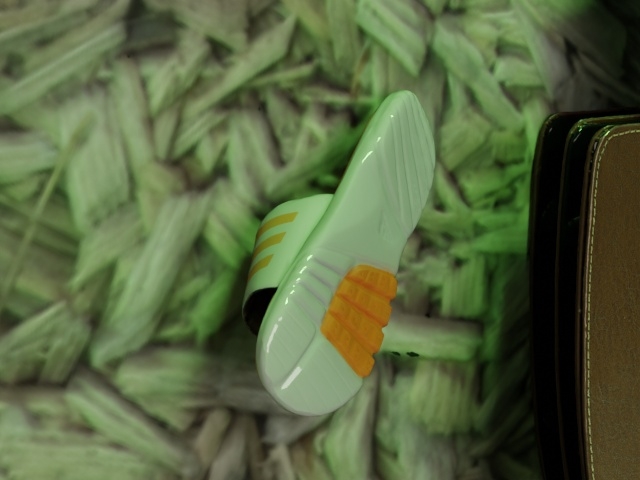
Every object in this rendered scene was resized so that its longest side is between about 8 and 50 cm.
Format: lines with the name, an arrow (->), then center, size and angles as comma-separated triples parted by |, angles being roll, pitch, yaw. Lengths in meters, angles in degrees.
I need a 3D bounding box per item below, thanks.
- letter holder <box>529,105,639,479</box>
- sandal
letter holder -> 0.220, 0.059, 1.127 | 0.214, 0.152, 0.301 | -8, 100, -35
sandal -> 0.004, 0.007, 1.010 | 0.102, 0.076, 0.265 | 62, 39, -35
